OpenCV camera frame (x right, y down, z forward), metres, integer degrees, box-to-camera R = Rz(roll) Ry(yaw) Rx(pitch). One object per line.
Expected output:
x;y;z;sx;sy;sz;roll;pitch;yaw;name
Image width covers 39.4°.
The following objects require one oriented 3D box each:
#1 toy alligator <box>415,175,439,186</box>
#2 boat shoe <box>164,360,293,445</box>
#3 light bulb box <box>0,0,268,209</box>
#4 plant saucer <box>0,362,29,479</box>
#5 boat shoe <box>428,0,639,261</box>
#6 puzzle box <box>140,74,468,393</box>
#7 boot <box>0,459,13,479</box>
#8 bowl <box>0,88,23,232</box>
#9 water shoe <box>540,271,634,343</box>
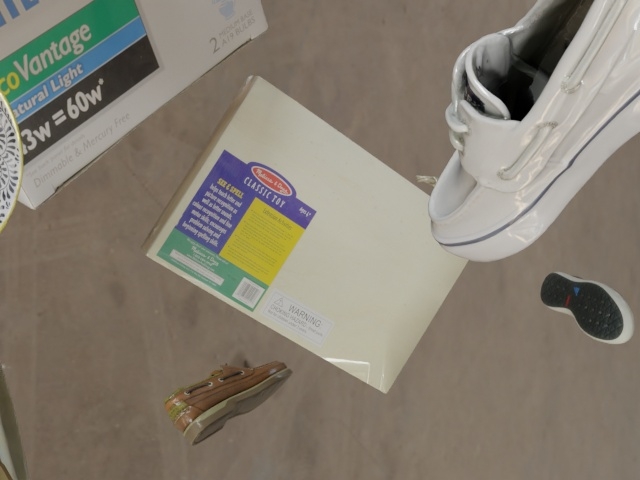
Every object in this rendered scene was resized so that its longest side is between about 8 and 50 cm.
0.210;-0.050;1.104;0.056;0.189;0.051;-108;-159;-86;toy alligator
-0.174;0.287;1.754;0.307;0.104;0.111;-19;150;-55;boat shoe
-0.319;-0.271;0.979;0.358;0.361;0.225;-44;140;-26;light bulb box
-0.402;0.228;1.017;0.100;0.400;0.400;-13;104;-17;plant saucer
0.108;-0.076;0.461;0.084;0.258;0.095;16;53;-15;boat shoe
0.000;0.000;1.210;0.409;0.052;0.272;33;88;-23;puzzle box
-0.191;0.138;0.312;0.203;0.095;0.262;-71;173;-53;boot
-0.284;-0.060;0.588;0.170;0.080;0.170;-4;104;-16;bowl
0.391;0.090;1.253;0.080;0.203;0.073;12;102;-20;water shoe
